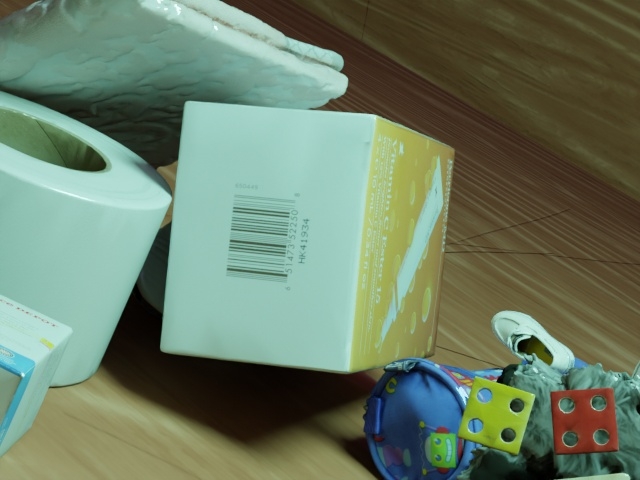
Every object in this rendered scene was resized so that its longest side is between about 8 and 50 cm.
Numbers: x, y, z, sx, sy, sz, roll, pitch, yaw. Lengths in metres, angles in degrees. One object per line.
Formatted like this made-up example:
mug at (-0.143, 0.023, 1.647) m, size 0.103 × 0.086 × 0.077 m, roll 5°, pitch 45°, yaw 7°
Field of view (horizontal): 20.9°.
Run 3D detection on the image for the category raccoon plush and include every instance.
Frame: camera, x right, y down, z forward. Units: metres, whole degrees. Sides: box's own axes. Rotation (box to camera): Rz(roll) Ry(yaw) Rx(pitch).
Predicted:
raccoon plush at (0.324, 0.210, 1.384) m, size 0.446 × 0.216 × 0.299 m, roll 4°, pitch -2°, yaw 30°

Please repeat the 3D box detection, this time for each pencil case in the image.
pencil case at (0.154, 0.165, 1.605) m, size 0.133 × 0.119 × 0.306 m, roll 19°, pitch 9°, yaw 33°

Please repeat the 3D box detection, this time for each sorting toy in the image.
sorting toy at (0.162, 0.232, 1.251) m, size 0.132 × 0.274 × 0.046 m, roll -7°, pitch -12°, yaw 4°

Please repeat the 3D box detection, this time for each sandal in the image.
sandal at (-0.132, 0.027, 1.712) m, size 0.102 × 0.076 × 0.265 m, roll 45°, pitch 24°, yaw -9°

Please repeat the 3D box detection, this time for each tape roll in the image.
tape roll at (-0.265, -0.011, 1.435) m, size 0.246 × 0.169 × 0.246 m, roll 24°, pitch 15°, yaw -6°

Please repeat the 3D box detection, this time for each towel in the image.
towel at (-0.190, -0.145, 1.599) m, size 0.332 × 0.053 × 0.317 m, roll -19°, pitch -21°, yaw 33°

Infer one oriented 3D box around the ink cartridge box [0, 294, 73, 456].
ink cartridge box at (-0.246, 0.095, 1.237) m, size 0.092 × 0.090 × 0.143 m, roll 26°, pitch 13°, yaw 3°

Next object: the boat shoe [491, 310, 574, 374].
boat shoe at (0.190, 0.094, 1.612) m, size 0.035 × 0.035 × 0.100 m, roll 13°, pitch 19°, yaw -45°

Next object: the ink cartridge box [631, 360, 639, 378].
ink cartridge box at (0.462, 0.224, 2.046) m, size 0.239 × 0.060 × 0.275 m, roll 14°, pitch 17°, yaw -42°

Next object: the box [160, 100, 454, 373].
box at (0.000, 0.000, 1.570) m, size 0.168 × 0.215 × 0.345 m, roll 6°, pitch 1°, yaw 15°
